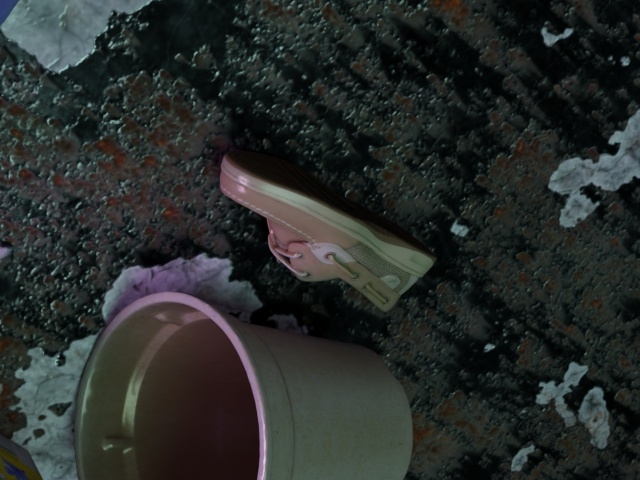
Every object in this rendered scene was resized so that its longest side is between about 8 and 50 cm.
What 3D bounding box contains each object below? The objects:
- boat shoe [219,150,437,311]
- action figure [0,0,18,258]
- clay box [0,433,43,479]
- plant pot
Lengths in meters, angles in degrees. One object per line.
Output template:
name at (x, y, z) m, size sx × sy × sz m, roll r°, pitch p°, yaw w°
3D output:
boat shoe at (0.000, 0.000, 1.696) m, size 0.341 × 0.121 × 0.110 m, roll 27°, pitch 102°, yaw -41°
action figure at (-0.349, -0.077, 1.302) m, size 0.341 × 0.330 × 0.178 m, roll -50°, pitch 132°, yaw 7°
clay box at (-0.350, 0.290, 1.608) m, size 0.053 × 0.222 × 0.127 m, roll -45°, pitch 131°, yaw 2°
plant pot at (-0.070, 0.232, 1.705) m, size 0.305 × 0.334 × 0.333 m, roll 5°, pitch 117°, yaw -46°
